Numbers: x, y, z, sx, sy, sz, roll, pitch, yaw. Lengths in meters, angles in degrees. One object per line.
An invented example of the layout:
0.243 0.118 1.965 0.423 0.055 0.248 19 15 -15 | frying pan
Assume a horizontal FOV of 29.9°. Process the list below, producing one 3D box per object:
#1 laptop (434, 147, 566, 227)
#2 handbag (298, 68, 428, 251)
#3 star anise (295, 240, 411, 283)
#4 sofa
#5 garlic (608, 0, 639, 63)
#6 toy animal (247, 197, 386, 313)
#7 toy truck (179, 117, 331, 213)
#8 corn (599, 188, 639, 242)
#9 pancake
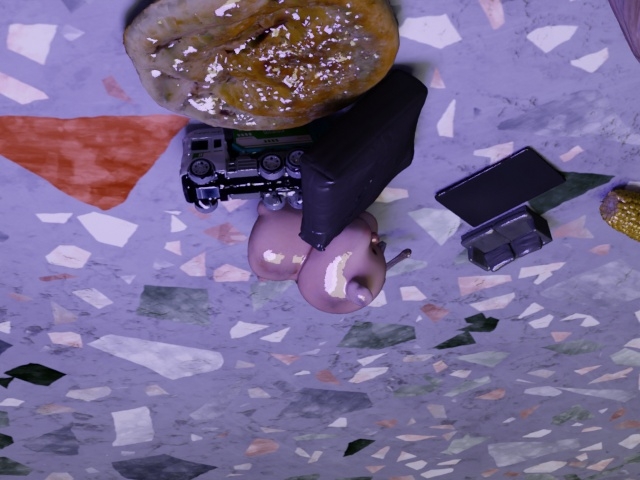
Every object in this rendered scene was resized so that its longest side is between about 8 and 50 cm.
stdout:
0.309 -0.092 2.070 0.197 0.016 0.135 -27 142 28 | laptop
0.067 -0.113 1.807 0.247 0.080 0.223 -44 158 -22 | handbag
0.045 0.055 2.189 0.209 0.089 0.231 12 157 -39 | star anise
0.338 0.003 2.181 0.147 0.060 0.085 -27 142 30 | sofa
0.514 -0.296 1.513 0.317 0.317 0.259 19 114 -35 | garlic
-0.010 0.018 1.986 0.221 0.229 0.210 -13 -170 11 | toy animal
-0.090 -0.120 1.851 0.253 0.124 0.114 -3 148 -1 | toy truck
0.613 -0.028 2.154 0.260 0.091 0.091 18 144 -27 | corn
-0.078 -0.260 1.664 0.387 0.082 0.387 -4 152 -2 | pancake
